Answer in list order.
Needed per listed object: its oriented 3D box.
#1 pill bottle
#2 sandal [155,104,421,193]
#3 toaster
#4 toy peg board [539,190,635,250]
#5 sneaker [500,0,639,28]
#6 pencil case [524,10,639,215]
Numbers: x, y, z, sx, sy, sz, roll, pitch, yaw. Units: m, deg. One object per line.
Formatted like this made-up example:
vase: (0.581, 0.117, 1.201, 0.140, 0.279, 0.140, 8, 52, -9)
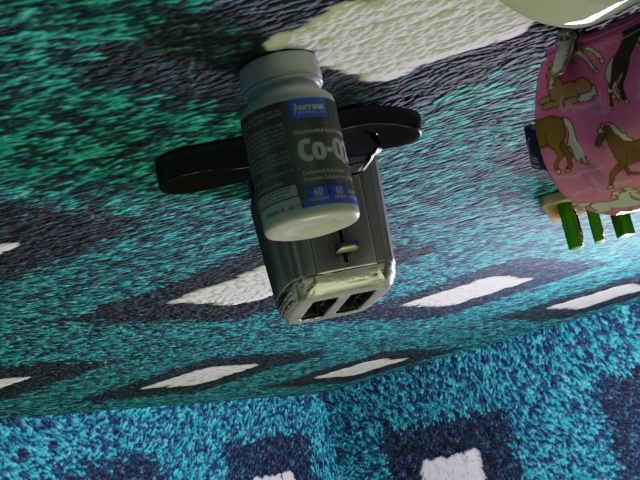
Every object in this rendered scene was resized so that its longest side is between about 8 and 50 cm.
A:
pill bottle: (-0.020, -0.074, 1.037, 0.078, 0.137, 0.078, -12, 169, -2)
sandal: (-0.026, -0.072, 1.242, 0.254, 0.055, 0.097, -14, 168, 4)
toaster: (0.000, 0.000, 1.384, 0.129, 0.146, 0.227, -9, 168, -13)
toy peg board: (0.399, -0.032, 1.824, 0.161, 0.079, 0.160, -15, 168, 13)
sneaker: (0.206, -0.209, 0.717, 0.366, 0.135, 0.150, -13, 164, -45)
pencil case: (0.327, -0.131, 0.995, 0.167, 0.160, 0.386, 10, 164, -30)
